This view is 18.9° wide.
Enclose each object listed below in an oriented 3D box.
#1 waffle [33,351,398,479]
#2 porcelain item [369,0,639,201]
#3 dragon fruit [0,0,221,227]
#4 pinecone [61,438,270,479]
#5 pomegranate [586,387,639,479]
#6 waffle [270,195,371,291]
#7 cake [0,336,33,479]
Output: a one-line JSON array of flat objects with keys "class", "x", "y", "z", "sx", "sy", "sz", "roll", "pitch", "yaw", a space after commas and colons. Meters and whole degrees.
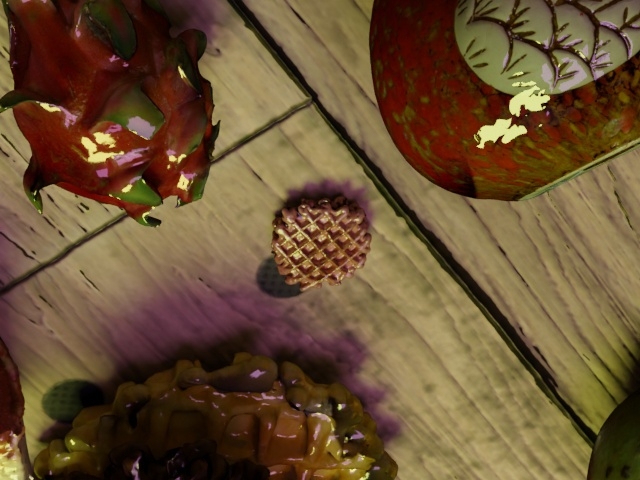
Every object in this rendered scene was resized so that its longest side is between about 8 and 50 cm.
[{"class": "waffle", "x": -0.085, "y": 0.205, "z": 1.545, "sx": 0.329, "sy": 0.062, "sz": 0.329, "roll": -6, "pitch": 129, "yaw": -8}, {"class": "porcelain item", "x": 0.137, "y": -0.153, "z": 1.226, "sx": 0.253, "sy": 0.253, "sz": 0.253, "roll": -7, "pitch": 131, "yaw": -8}, {"class": "dragon fruit", "x": -0.150, "y": -0.107, "z": 1.215, "sx": 0.135, "sy": 0.137, "sz": 0.236, "roll": -19, "pitch": 132, "yaw": 19}, {"class": "pinecone", "x": -0.105, "y": 0.274, "z": 1.421, "sx": 0.224, "sy": 0.224, "sz": 0.273, "roll": 0, "pitch": 122, "yaw": -14}, {"class": "pomegranate", "x": 0.351, "y": 0.166, "z": 1.542, "sx": 0.242, "sy": 0.242, "sz": 0.306, "roll": 32, "pitch": 85, "yaw": -34}, {"class": "waffle", "x": 0.000, "y": 0.000, "z": 1.415, "sx": 0.075, "sy": 0.029, "sz": 0.083, "roll": -7, "pitch": 129, "yaw": -9}, {"class": "cake", "x": -0.312, "y": 0.178, "z": 1.331, "sx": 0.262, "sy": 0.159, "sz": 0.158, "roll": -31, "pitch": 137, "yaw": -27}]
